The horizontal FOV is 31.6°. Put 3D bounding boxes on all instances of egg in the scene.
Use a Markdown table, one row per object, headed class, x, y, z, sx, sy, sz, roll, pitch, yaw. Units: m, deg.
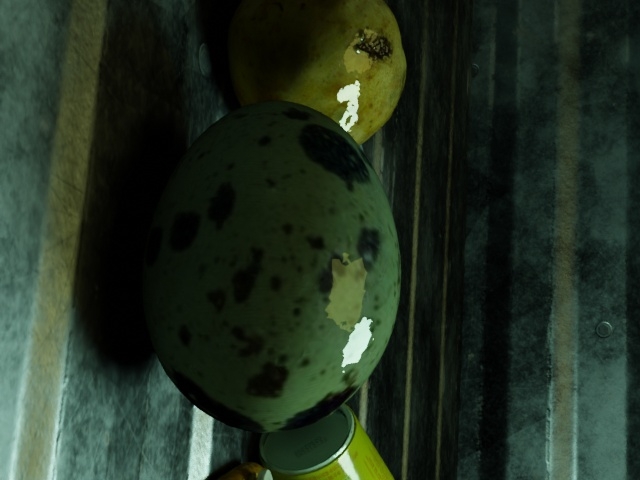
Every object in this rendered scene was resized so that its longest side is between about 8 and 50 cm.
| class | x | y | z | sx | sy | sz | roll | pitch | yaw |
| --- | --- | --- | --- | --- | --- | --- | --- | --- | --- |
| egg | -0.052 | 0.023 | 1.257 | 0.287 | 0.287 | 0.379 | 45 | 48 | -67 |

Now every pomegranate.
| class | x | y | z | sx | sy | sz | roll | pitch | yaw |
| --- | --- | --- | --- | --- | --- | --- | --- | --- | --- |
| pomegranate | -0.007 | -0.241 | 1.518 | 0.260 | 0.260 | 0.260 | 0 | 90 | -73 |

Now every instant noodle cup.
| class | x | y | z | sx | sy | sz | roll | pitch | yaw |
| --- | --- | --- | --- | --- | --- | --- | --- | --- | --- |
| instant noodle cup | 0.017 | 0.361 | 1.667 | 0.215 | 0.215 | 0.236 | -70 | 146 | -49 |

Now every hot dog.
| class | x | y | z | sx | sy | sz | roll | pitch | yaw |
| --- | --- | --- | --- | --- | --- | --- | --- | --- | --- |
| hot dog | -0.109 | 0.335 | 1.480 | 0.165 | 0.045 | 0.071 | -4 | 96 | -75 |

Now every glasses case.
| class | x | y | z | sx | sy | sz | roll | pitch | yaw |
| --- | --- | --- | --- | --- | --- | --- | --- | --- | --- |
| glasses case | -0.071 | 0.340 | 1.488 | 0.032 | 0.021 | 0.083 | -56 | 144 | -63 |

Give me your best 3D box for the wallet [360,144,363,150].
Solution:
| class | x | y | z | sx | sy | sz | roll | pitch | yaw |
| --- | --- | --- | --- | --- | --- | --- | --- | --- | --- |
| wallet | 0.003 | -0.171 | 1.823 | 0.170 | 0.069 | 0.231 | -43 | 129 | -44 |
